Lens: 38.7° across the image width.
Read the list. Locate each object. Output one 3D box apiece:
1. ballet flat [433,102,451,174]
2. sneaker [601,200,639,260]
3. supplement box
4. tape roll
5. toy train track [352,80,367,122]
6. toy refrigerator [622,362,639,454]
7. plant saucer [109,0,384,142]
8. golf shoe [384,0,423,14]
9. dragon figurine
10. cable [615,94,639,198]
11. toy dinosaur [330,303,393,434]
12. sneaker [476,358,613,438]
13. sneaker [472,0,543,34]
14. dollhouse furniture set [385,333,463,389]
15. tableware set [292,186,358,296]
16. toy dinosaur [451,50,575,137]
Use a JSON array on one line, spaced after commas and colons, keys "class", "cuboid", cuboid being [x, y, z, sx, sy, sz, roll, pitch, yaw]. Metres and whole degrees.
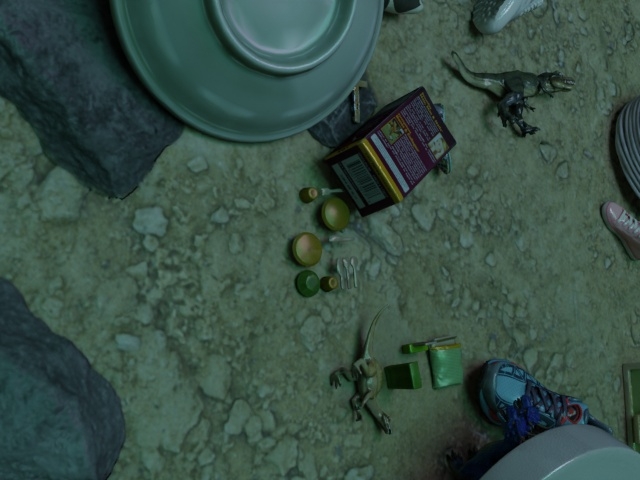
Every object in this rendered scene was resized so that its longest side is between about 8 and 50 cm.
[{"class": "ballet flat", "cuboid": [0.179, -0.159, 1.431, 0.041, 0.041, 0.114, 0, 80, -36]}, {"class": "sneaker", "cuboid": [0.577, -0.023, 1.669, 0.134, 0.070, 0.051, 51, 58, -15]}, {"class": "supplement box", "cuboid": [0.105, -0.131, 1.324, 0.104, 0.081, 0.188, 57, 46, -12]}, {"class": "tape roll", "cuboid": [0.315, 0.442, 1.274, 0.392, 0.072, 0.392, -14, 118, -28]}, {"class": "toy train track", "cuboid": [0.050, -0.216, 1.359, 0.048, 0.014, 0.083, 0, 86, -43]}, {"class": "toy refrigerator", "cuboid": [0.601, 0.348, 1.592, 0.094, 0.102, 0.269, 8, 77, -35]}, {"class": "plant saucer", "cuboid": [-0.065, -0.322, 1.164, 0.400, 0.100, 0.400, -7, 103, -30]}, {"class": "golf shoe", "cuboid": [0.136, -0.480, 1.381, 0.120, 0.105, 0.273, 12, 104, -33]}, {"class": "dragon figurine", "cuboid": [0.264, 0.370, 1.313, 0.085, 0.144, 0.289, 5, 78, -35]}, {"class": "cable", "cuboid": [0.678, -0.169, 1.740, 0.257, 0.089, 0.257, 7, 68, -30]}, {"class": "toy dinosaur", "cuboid": [0.062, 0.183, 1.273, 0.092, 0.053, 0.183, -5, 91, -52]}, {"class": "sneaker", "cuboid": [0.356, 0.257, 1.415, 0.262, 0.125, 0.104, 34, 62, -26]}, {"class": "sneaker", "cuboid": [0.342, -0.424, 1.574, 0.095, 0.090, 0.235, 50, 57, -29]}, {"class": "dollhouse furniture set", "cuboid": [0.170, 0.183, 1.336, 0.151, 0.058, 0.076, -5, 84, -37]}, {"class": "tableware set", "cuboid": [0.000, 0.000, 1.274, 0.104, 0.024, 0.154, -4, 84, -33]}, {"class": "toy dinosaur", "cuboid": [0.325, -0.244, 1.540, 0.268, 0.064, 0.118, 2, 73, -34]}]
